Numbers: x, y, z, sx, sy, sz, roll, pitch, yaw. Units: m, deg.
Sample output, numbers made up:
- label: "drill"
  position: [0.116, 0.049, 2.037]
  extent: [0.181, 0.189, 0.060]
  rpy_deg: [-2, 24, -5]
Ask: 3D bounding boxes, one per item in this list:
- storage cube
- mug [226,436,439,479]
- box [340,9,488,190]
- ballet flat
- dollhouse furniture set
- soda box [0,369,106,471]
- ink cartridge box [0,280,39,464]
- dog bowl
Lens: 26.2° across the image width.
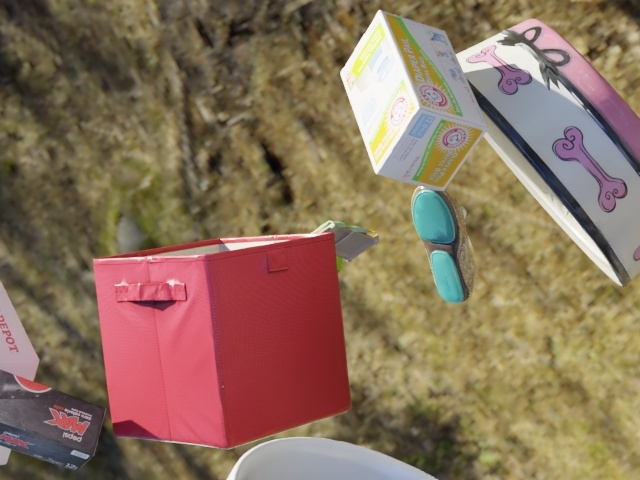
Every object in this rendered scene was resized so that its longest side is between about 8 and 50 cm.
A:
- label: "storage cube"
  position: [-0.099, 0.098, 1.437]
  extent: [0.184, 0.215, 0.193]
  rpy_deg: [-3, 94, 43]
- label: "mug"
  position: [-0.051, 0.340, 1.018]
  extent: [0.374, 0.276, 0.328]
  rpy_deg: [23, 108, -10]
- label: "box"
  position: [0.114, -0.175, 1.720]
  extent: [0.114, 0.103, 0.203]
  rpy_deg: [-56, 34, 35]
- label: "ballet flat"
  position: [0.172, -0.009, 1.865]
  extent: [0.073, 0.067, 0.206]
  rpy_deg: [12, 135, 29]
- label: "dollhouse furniture set"
  position: [0.000, 0.000, 1.681]
  extent: [0.152, 0.076, 0.058]
  rpy_deg: [-36, 47, 41]
- label: "soda box"
  position: [-0.307, 0.174, 1.389]
  extent: [0.169, 0.060, 0.053]
  rpy_deg: [24, 143, -20]
- label: "ink cartridge box"
  position: [-0.471, 0.150, 1.573]
  extent: [0.171, 0.233, 0.168]
  rpy_deg: [55, 133, 40]
- label: "dog bowl"
  position: [0.344, -0.135, 1.912]
  extent: [0.408, 0.150, 0.408]
  rpy_deg: [50, -175, -6]
